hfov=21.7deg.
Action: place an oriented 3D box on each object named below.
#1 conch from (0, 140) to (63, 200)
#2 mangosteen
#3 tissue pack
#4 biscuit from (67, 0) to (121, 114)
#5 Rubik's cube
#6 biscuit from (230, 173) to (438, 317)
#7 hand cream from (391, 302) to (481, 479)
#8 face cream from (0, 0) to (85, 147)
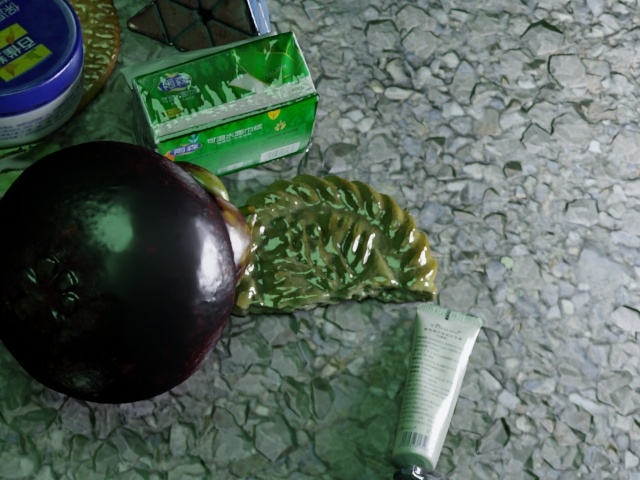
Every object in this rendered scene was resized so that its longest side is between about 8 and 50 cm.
[{"bbox_3d":[-0.382,-0.043,1.938,0.250,0.143,0.137,-35,26,-15],"label":"conch"},{"bbox_3d":[-0.232,0.024,1.861,0.297,0.297,0.313,7,27,-2],"label":"mangosteen"},{"bbox_3d":[-0.127,-0.174,2.032,0.209,0.148,0.156,-17,71,-13],"label":"tissue pack"},{"bbox_3d":[-0.404,-0.261,2.109,0.305,0.038,0.305,3,66,-7],"label":"biscuit"},{"bbox_3d":[-0.103,-0.343,2.137,0.211,0.190,0.178,26,46,2],"label":"Rubik's cube"},{"bbox_3d":[0.000,0.000,2.021,0.274,0.036,0.187,-7,64,-9],"label":"biscuit"},{"bbox_3d":[0.127,0.178,1.942,0.080,0.050,0.234,16,58,3],"label":"hand cream"},{"bbox_3d":[-0.384,-0.210,1.989,0.206,0.111,0.206,1,52,-1],"label":"face cream"}]
